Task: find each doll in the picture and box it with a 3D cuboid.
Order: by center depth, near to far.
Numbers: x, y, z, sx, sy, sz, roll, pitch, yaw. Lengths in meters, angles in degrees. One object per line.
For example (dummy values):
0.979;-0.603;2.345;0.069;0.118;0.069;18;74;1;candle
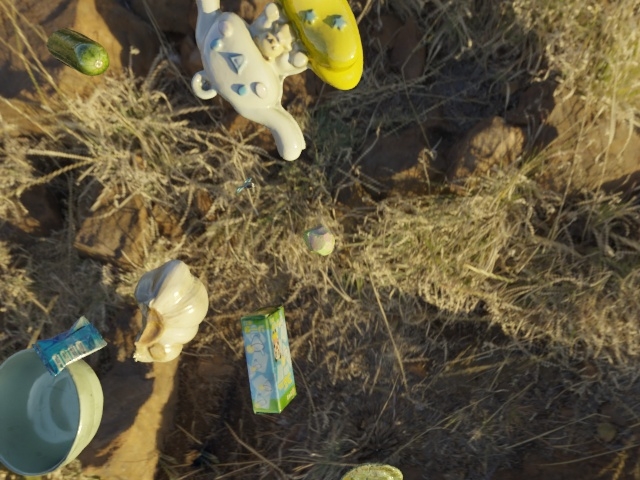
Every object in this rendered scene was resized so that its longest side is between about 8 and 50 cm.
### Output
-0.038;-0.133;0.396;0.135;0.071;0.113;36;102;-9;doll

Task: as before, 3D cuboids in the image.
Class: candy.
-0.101;0.232;1.194;0.062;0.097;0.195;-6;95;16;candy
-0.566;0.235;1.368;0.136;0.038;0.088;-33;84;-32;candy

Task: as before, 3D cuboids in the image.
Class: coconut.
0.000;0.000;1.623;0.081;0.083;0.082;-18;93;-30;coconut

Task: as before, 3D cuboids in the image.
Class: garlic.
-0.385;0.177;1.566;0.184;0.203;0.281;3;115;-10;garlic

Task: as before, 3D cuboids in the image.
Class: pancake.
0.103;0.484;1.207;0.129;0.023;0.116;12;115;-15;pancake

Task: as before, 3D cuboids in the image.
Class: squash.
-0.474;-0.370;1.177;0.069;0.069;0.238;-47;45;-11;squash

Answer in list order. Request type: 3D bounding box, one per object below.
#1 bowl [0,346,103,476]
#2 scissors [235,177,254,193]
-0.677;0.419;1.531;0.306;0.163;0.308;-1;86;19;bowl
-0.190;-0.144;1.567;0.014;0.119;0.058;46;77;-19;scissors
